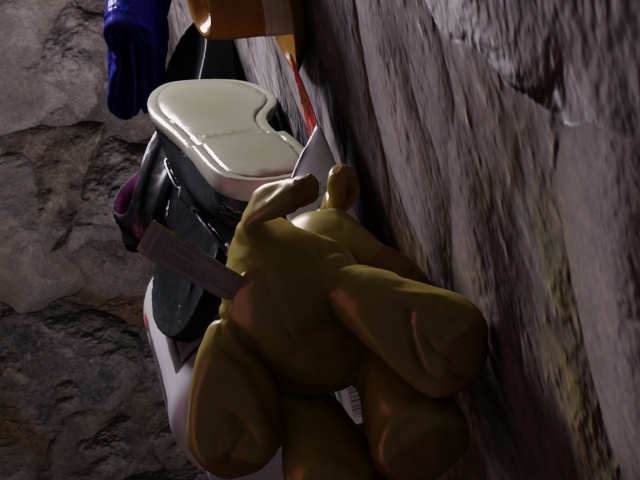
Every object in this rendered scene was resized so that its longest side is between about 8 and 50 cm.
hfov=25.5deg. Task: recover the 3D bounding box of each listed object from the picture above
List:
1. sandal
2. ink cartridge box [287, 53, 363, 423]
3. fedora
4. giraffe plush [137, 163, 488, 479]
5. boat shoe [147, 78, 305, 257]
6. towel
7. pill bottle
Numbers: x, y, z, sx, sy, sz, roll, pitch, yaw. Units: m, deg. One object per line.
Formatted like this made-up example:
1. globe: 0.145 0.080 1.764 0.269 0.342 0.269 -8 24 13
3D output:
1. sandal: -0.162 -0.070 1.492 0.167 0.107 0.445 -54 29 35
2. ink cartridge box: 0.000 0.000 1.067 0.181 0.056 0.224 77 172 -54
3. fedora: -0.068 -0.213 1.111 0.194 0.079 0.194 166 90 -83
4. giraffe plush: 0.003 0.046 0.843 0.210 0.181 0.170 47 -163 0
5. boat shoe: -0.082 -0.064 1.311 0.340 0.127 0.113 -135 40 -60
6. towel: -0.208 -0.325 1.693 0.227 0.076 0.308 107 166 -66
7. pill bottle: -0.080 0.139 1.475 0.318 0.176 0.176 -117 15 -60
